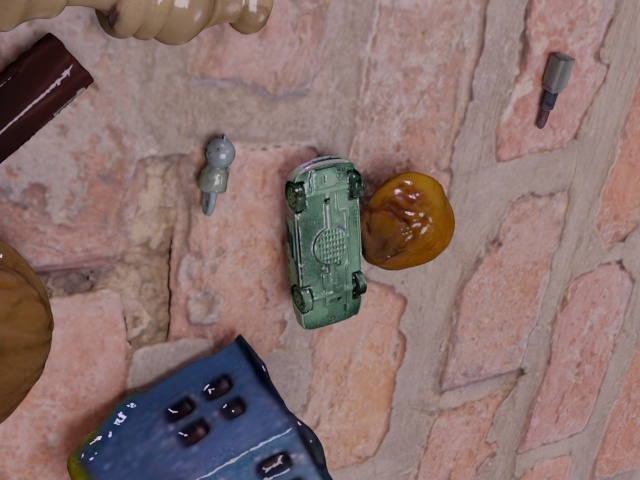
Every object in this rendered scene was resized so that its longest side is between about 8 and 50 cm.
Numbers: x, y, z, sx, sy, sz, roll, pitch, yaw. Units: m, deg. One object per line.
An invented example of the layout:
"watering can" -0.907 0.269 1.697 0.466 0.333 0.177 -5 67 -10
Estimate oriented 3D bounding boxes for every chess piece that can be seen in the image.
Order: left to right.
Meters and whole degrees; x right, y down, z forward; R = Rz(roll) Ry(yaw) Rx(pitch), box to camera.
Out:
"chess piece" -0.177 -0.253 0.839 0.307 0.138 0.124 -1 160 -37

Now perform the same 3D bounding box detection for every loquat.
"loquat" 0.103 -0.023 1.156 0.137 0.113 0.137 -28 155 -15

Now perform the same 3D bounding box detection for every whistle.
"whistle" -0.119 -0.074 1.028 0.035 0.035 0.100 -1 119 -32

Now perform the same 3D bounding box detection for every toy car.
"toy car" 0.000 0.000 1.123 0.090 0.076 0.224 -14 117 -23

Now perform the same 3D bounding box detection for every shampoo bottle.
"shampoo bottle" -0.325 -0.098 0.862 0.236 0.068 0.067 -42 88 -7

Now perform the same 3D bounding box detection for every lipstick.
"lipstick" 0.310 -0.198 1.225 0.025 0.025 0.107 -10 129 -27

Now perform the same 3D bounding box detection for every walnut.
"walnut" -0.363 0.093 0.858 0.228 0.228 0.228 -16 125 -23

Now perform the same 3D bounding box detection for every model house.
"model house" -0.154 0.299 1.134 0.303 0.215 0.237 -26 129 -10
